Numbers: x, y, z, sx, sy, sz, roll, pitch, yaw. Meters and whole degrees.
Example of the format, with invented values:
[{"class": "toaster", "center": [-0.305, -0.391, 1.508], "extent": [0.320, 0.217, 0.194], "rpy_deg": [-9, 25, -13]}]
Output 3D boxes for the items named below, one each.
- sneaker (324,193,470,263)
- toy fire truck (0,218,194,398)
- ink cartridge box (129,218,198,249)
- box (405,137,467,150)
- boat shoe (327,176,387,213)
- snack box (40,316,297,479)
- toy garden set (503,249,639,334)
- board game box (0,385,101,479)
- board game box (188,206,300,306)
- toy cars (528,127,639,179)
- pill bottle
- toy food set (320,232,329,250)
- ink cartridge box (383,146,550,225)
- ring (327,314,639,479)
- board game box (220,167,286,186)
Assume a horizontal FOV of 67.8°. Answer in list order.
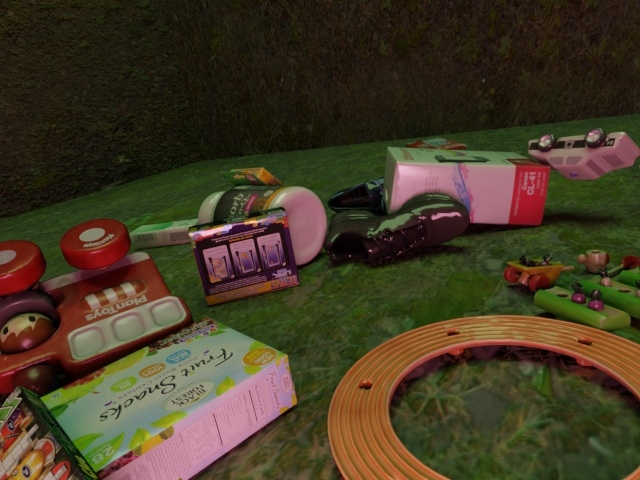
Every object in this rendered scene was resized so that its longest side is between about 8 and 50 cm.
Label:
[{"class": "sneaker", "center": [0.140, -0.008, 0.914], "extent": [0.287, 0.108, 0.130], "rpy_deg": [-12, 21, 23]}, {"class": "toy fire truck", "center": [-0.369, 0.112, 0.706], "extent": [0.303, 0.169, 0.254], "rpy_deg": [-19, 38, -27]}, {"class": "ink cartridge box", "center": [-0.413, -0.040, 1.375], "extent": [0.181, 0.056, 0.224], "rpy_deg": [-7, 19, 6]}, {"class": "box", "center": [0.359, -0.244, 1.494], "extent": [0.128, 0.122, 0.257], "rpy_deg": [-10, 17, -1]}, {"class": "boat shoe", "center": [0.141, -0.107, 1.230], "extent": [0.259, 0.108, 0.089], "rpy_deg": [-19, 0, 25]}, {"class": "snack box", "center": [-0.160, 0.172, 0.513], "extent": [0.207, 0.070, 0.175], "rpy_deg": [-25, 23, -37]}, {"class": "toy garden set", "center": [0.397, 0.042, 0.645], "extent": [0.245, 0.049, 0.204], "rpy_deg": [-11, 13, -13]}, {"class": "board game box", "center": [-0.250, 0.219, 0.376], "extent": [0.260, 0.030, 0.136], "rpy_deg": [8, 57, 46]}, {"class": "board game box", "center": [-0.133, 0.027, 0.845], "extent": [0.171, 0.140, 0.048], "rpy_deg": [-13, 19, -10]}, {"class": "toy cars", "center": [0.594, -0.124, 0.896], "extent": [0.394, 0.087, 0.176], "rpy_deg": [16, -7, 16]}, {"class": "pill bottle", "center": [-0.134, -0.039, 1.028], "extent": [0.279, 0.162, 0.162], "rpy_deg": [6, 23, 43]}, {"class": "toy food set", "center": [0.000, 0.000, 1.070], "extent": [0.078, 0.019, 0.122], "rpy_deg": [-1, 19, 26]}, {"class": "ink cartridge box", "center": [0.302, -0.125, 1.048], "extent": [0.307, 0.131, 0.226], "rpy_deg": [4, 19, 1]}, {"class": "ring", "center": [0.175, 0.160, 0.442], "extent": [0.337, 0.032, 0.336], "rpy_deg": [-9, 17, 3]}, {"class": "board game box", "center": [-0.108, -0.101, 1.137], "extent": [0.124, 0.039, 0.259], "rpy_deg": [6, -21, 45]}]
